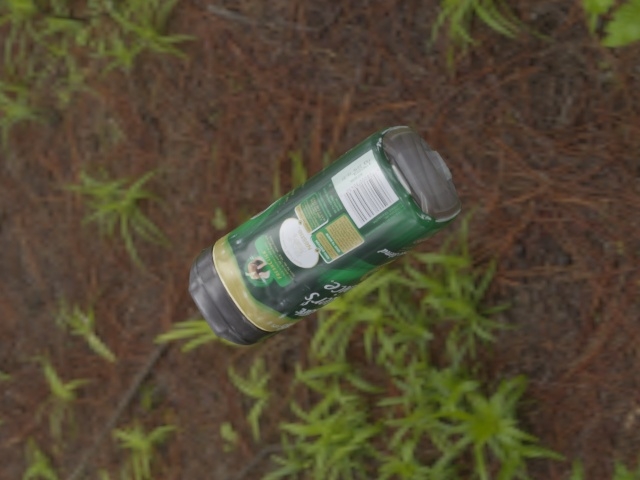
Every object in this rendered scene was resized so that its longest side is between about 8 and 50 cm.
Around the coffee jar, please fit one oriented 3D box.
[{"bbox_3d":[0.000,0.000,0.994,0.184,0.096,0.079,-33,85,26],"label":"coffee jar"}]
